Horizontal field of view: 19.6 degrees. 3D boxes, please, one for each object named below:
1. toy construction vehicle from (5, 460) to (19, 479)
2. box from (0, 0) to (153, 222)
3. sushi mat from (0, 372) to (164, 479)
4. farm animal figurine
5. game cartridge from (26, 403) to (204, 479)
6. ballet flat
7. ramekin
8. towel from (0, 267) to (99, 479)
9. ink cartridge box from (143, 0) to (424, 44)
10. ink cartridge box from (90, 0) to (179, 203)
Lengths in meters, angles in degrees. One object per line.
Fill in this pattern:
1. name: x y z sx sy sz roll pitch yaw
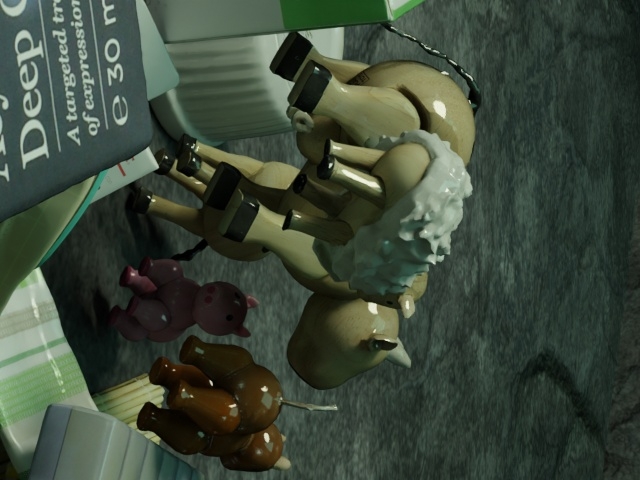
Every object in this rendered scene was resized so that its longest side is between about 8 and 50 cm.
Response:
1. toy construction vehicle: -0.187 0.193 1.165 0.098 0.035 0.086 72 31 -49
2. box: -0.261 -0.126 0.670 0.395 0.212 0.293 -35 123 -57
3. sushi mat: -0.178 0.190 1.262 0.316 0.019 0.151 -17 107 -70
4. farm animal figurine: 0.000 0.000 1.252 0.327 0.172 0.330 -54 -157 29
5. game cartridge: -0.162 0.290 1.123 0.230 0.068 0.355 50 52 -67
6. ballet flat: -0.190 -0.001 0.999 0.248 0.086 0.086 -57 170 20
7. ramekin: -0.057 -0.177 1.470 0.207 0.109 0.207 0 90 -71
8. towel: -0.183 0.075 1.166 0.152 0.023 0.113 69 18 -2
9. ink cartridge box: -0.068 -0.200 1.176 0.211 0.289 0.121 -44 128 -64
10. ink cartridge box: -0.165 -0.067 1.060 0.060 0.180 0.104 58 -5 42
